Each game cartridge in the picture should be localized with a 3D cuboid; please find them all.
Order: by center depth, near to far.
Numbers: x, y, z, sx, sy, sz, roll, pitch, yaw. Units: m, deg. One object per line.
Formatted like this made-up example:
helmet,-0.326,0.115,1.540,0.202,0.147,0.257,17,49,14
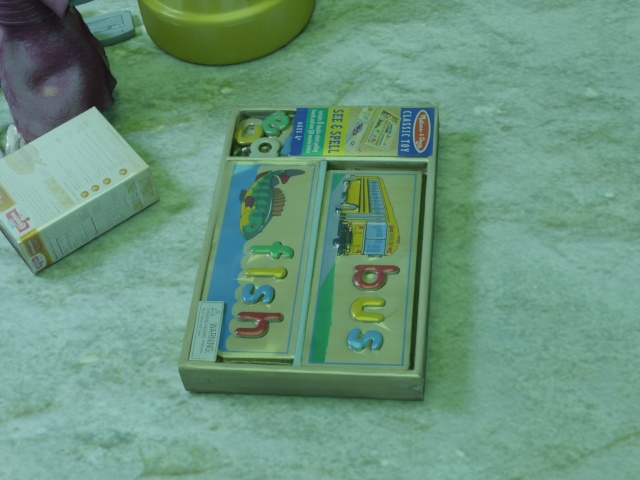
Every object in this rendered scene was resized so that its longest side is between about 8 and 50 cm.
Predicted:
game cartridge,-0.311,-0.304,1.698,0.083,0.017,0.056,-14,48,-4

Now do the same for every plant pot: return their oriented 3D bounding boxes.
plant pot,-0.144,-0.413,1.621,0.254,0.239,0.254,-4,51,5

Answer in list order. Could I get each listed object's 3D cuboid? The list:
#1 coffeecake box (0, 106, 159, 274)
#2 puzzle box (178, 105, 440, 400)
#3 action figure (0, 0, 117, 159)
coffeecake box,-0.321,-0.065,1.476,0.185,0.068,0.142,-33,55,-18
puzzle box,0.000,0.000,1.395,0.272,0.052,0.409,1,52,7
action figure,-0.385,-0.314,1.489,0.276,0.370,0.248,-33,53,-13
